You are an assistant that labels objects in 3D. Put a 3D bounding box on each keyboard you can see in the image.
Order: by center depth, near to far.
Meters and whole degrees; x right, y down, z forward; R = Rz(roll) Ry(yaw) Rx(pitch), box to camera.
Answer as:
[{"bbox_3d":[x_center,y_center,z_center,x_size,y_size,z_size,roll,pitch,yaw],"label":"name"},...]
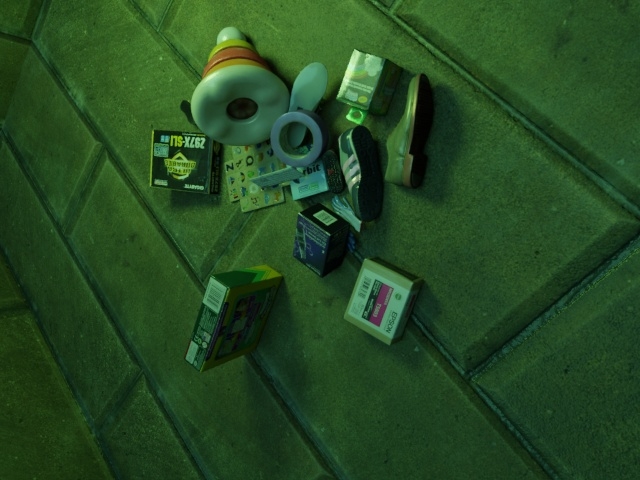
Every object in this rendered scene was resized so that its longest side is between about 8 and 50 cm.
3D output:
[{"bbox_3d":[-0.165,-0.233,1.717,0.256,0.072,0.014,-7,68,45],"label":"keyboard"}]

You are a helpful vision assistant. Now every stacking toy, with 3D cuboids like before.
[{"bbox_3d":[-0.318,-0.627,1.735,0.351,0.351,0.479,-36,52,30],"label":"stacking toy"}]

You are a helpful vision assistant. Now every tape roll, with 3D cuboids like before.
[{"bbox_3d":[-0.071,-0.354,1.593,0.189,0.080,0.188,7,114,16],"label":"tape roll"}]

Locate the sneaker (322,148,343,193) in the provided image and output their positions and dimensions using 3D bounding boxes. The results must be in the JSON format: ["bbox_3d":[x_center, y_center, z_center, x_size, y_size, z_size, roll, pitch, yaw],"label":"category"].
[{"bbox_3d":[0.052,-0.248,1.624,0.057,0.075,0.161,-5,118,22],"label":"sneaker"}]

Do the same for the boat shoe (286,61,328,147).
[{"bbox_3d":[-0.049,-0.483,1.643,0.113,0.105,0.306,19,116,2],"label":"boat shoe"}]

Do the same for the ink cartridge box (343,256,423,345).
[{"bbox_3d":[0.206,0.197,1.529,0.193,0.088,0.234,26,106,31],"label":"ink cartridge box"}]

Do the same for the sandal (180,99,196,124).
[{"bbox_3d":[-0.566,-0.565,2.027,0.067,0.040,0.179,-54,51,18],"label":"sandal"}]

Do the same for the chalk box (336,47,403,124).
[{"bbox_3d":[0.152,-0.486,1.494,0.132,0.132,0.212,30,110,27],"label":"chalk box"}]

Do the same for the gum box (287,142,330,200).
[{"bbox_3d":[-0.045,-0.253,1.693,0.157,0.041,0.184,-14,86,33],"label":"gum box"}]

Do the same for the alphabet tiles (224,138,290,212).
[{"bbox_3d":[-0.253,-0.272,1.849,0.343,0.011,0.284,-11,86,34],"label":"alphabet tiles"}]

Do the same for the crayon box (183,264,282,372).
[{"bbox_3d":[-0.325,0.287,1.753,0.106,0.313,0.362,30,109,25],"label":"crayon box"}]

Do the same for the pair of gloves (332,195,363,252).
[{"bbox_3d":[0.081,-0.057,1.584,0.159,0.023,0.198,46,146,29],"label":"pair of gloves"}]

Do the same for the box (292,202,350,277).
[{"bbox_3d":[0.000,0.000,1.598,0.153,0.108,0.207,35,136,28],"label":"box"}]

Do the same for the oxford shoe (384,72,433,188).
[{"bbox_3d":[0.263,-0.342,1.437,0.130,0.123,0.347,14,100,38],"label":"oxford shoe"}]

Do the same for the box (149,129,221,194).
[{"bbox_3d":[-0.587,-0.342,1.997,0.322,0.079,0.256,9,97,22],"label":"box"}]

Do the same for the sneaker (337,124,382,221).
[{"bbox_3d":[0.127,-0.220,1.562,0.131,0.112,0.318,1,98,59],"label":"sneaker"}]
